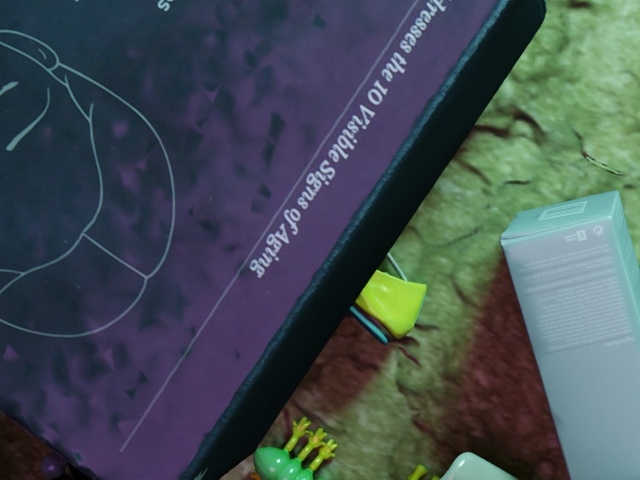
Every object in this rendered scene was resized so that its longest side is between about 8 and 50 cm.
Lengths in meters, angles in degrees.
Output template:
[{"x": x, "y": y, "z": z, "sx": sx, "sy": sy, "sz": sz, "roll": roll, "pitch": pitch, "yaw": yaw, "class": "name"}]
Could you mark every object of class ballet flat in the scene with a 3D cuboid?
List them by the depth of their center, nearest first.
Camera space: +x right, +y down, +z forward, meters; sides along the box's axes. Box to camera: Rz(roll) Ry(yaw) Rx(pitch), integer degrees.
[{"x": 0.000, "y": 0.000, "z": 1.291, "sx": 0.231, "sy": 0.077, "sz": 0.077, "roll": 39, "pitch": 87, "yaw": 1, "class": "ballet flat"}]

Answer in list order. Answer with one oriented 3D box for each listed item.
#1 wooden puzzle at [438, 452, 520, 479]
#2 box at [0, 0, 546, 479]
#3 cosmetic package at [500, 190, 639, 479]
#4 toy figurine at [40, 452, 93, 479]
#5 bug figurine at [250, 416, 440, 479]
[{"x": 0.119, "y": 0.314, "z": 1.278, "sx": 0.221, "sy": 0.044, "sz": 0.238, "roll": 33, "pitch": 110, "yaw": -33, "class": "wooden puzzle"}, {"x": -0.150, "y": -0.124, "z": 1.113, "sx": 0.472, "sy": 0.297, "sz": 0.479, "roll": 35, "pitch": 98, "yaw": 9, "class": "box"}, {"x": 0.238, "y": 0.088, "z": 1.215, "sx": 0.107, "sy": 0.127, "sz": 0.237, "roll": -12, "pitch": 97, "yaw": 16, "class": "cosmetic package"}, {"x": -0.197, "y": 0.222, "z": 1.308, "sx": 0.148, "sy": 0.209, "sz": 0.213, "roll": 37, "pitch": 107, "yaw": 20, "class": "toy figurine"}, {"x": -0.010, "y": 0.311, "z": 1.355, "sx": 0.216, "sy": 0.072, "sz": 0.279, "roll": 38, "pitch": 109, "yaw": 4, "class": "bug figurine"}]
